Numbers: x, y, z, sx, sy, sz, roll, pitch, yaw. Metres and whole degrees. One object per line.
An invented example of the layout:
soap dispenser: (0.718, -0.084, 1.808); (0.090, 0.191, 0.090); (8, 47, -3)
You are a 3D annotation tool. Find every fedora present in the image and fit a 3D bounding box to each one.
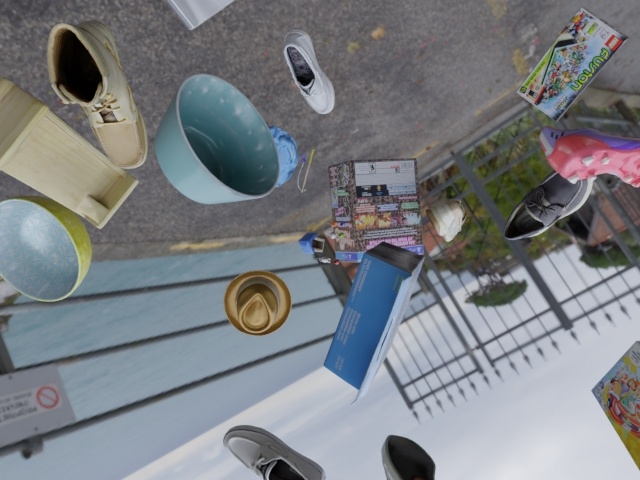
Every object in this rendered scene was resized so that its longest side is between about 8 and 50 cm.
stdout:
fedora: (-0.165, 0.175, 1.430); (0.194, 0.194, 0.079); (-31, -162, 8)

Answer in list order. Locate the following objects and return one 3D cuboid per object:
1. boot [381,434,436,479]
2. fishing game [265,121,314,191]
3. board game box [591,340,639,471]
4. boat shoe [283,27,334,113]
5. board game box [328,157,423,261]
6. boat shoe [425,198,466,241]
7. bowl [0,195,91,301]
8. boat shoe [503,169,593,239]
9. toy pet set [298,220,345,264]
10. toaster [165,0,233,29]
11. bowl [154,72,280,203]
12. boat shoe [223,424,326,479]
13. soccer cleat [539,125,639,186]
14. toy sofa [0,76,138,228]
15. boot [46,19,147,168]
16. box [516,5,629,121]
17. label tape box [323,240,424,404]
boot: (0.129, 0.443, 0.877); (0.088, 0.176, 0.244); (13, -166, -8)
fishing game: (-0.155, -0.239, 1.551); (0.041, 0.264, 0.189); (-92, -168, -64)
board game box: (0.376, 0.203, 0.609); (0.026, 0.154, 0.103); (1, 132, -15)
boat shoe: (-0.022, -0.309, 1.049); (0.066, 0.063, 0.184); (0, 140, 19)
board game box: (0.166, -0.092, 1.647); (0.232, 0.290, 0.141); (-5, -177, -24)
boat shoe: (0.382, -0.068, 1.613); (0.098, 0.109, 0.302); (-32, 168, 14)
bowl: (-0.724, 0.001, 1.477); (0.289, 0.289, 0.156); (-35, -170, 25)
boat shoe: (0.530, -0.080, 1.305); (0.092, 0.102, 0.285); (-30, 164, -24)
toy pet set: (0.000, 0.000, 1.544); (0.065, 0.122, 0.114); (15, 171, -43)
toaster: (-0.132, -0.360, 0.667); (0.168, 0.185, 0.110); (-35, 124, 6)
bowl: (-0.257, -0.208, 1.273); (0.163, 0.311, 0.312); (-25, 172, 31)
boat shoe: (-0.118, 0.527, 1.292); (0.096, 0.268, 0.088); (-63, 169, 6)
soccer cleat: (0.449, -0.139, 0.852); (0.248, 0.095, 0.083); (-5, 143, -25)
toy sofa: (-0.564, -0.176, 1.149); (0.150, 0.177, 0.362); (-54, 161, -8)
boot: (-0.363, -0.226, 0.911); (0.095, 0.261, 0.203); (-11, -157, -7)
box: (0.530, -0.371, 1.167); (0.036, 0.114, 0.207); (-35, 162, -48)
label tape box: (0.105, 0.146, 1.110); (0.249, 0.115, 0.348); (-71, 165, 10)
